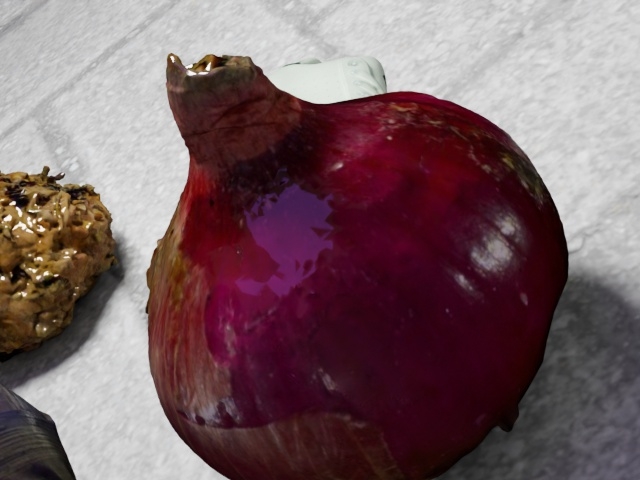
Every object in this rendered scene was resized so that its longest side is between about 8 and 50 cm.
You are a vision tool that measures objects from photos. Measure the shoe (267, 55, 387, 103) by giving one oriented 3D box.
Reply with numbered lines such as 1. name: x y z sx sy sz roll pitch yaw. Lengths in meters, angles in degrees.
1. shoe: 0.030 -0.103 1.537 0.160 0.131 0.363 -39 28 -14

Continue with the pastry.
1. pastry: -0.356 0.009 1.708 0.275 0.193 0.275 -28 33 20

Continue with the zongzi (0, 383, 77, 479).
1. zongzi: -0.322 0.352 1.266 0.403 0.208 0.432 -46 44 -3

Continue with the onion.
1. onion: 0.000 0.000 1.182 0.348 0.385 0.347 -23 34 16
